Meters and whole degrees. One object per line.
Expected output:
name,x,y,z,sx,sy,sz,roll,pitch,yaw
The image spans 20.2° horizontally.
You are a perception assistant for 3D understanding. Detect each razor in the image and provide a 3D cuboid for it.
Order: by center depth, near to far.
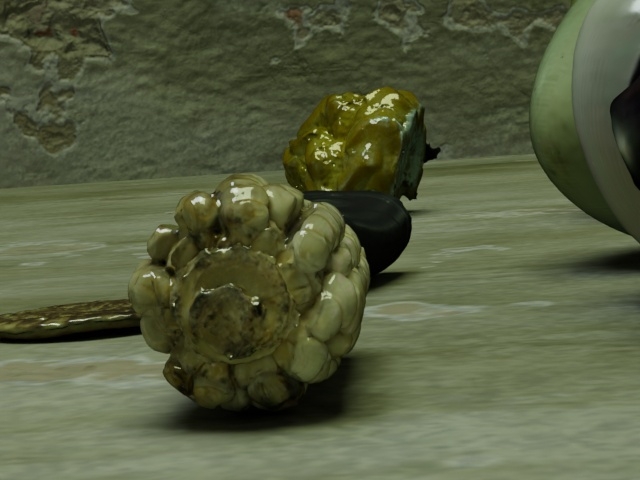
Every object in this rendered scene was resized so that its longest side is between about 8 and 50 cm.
razor,0.000,0.000,1.084,0.090,0.054,0.148,-3,5,15

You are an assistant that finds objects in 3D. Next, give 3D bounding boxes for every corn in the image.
corn,-0.017,0.020,0.709,0.087,0.087,0.211,-3,-1,7

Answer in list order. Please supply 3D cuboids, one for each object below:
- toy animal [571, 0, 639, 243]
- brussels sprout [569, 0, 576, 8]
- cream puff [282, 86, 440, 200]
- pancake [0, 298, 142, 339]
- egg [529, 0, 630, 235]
toy animal,0.229,-0.076,0.840,0.213,0.212,0.267,-4,5,-2
brussels sprout,0.350,-0.167,1.537,0.289,0.281,0.354,8,35,28
cream puff,0.031,-0.082,1.714,0.156,0.121,0.156,-8,9,1
pancake,-0.125,0.040,0.949,0.115,0.011,0.115,-4,4,0
egg,0.255,-0.097,1.114,0.295,0.218,0.218,-23,13,-29
